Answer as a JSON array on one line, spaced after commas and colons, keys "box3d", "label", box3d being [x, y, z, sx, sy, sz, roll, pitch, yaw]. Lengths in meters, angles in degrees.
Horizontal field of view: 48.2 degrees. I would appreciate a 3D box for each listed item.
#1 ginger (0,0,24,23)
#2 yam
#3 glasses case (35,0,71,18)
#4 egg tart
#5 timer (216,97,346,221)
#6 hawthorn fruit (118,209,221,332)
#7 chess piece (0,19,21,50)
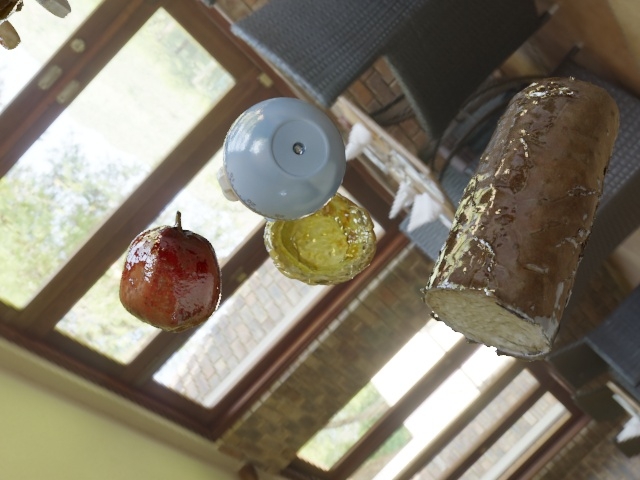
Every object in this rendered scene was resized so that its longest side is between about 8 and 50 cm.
[{"box3d": [-0.608, -0.422, 1.215, 0.172, 0.321, 0.165, -27, -85, -49], "label": "ginger"}, {"box3d": [0.191, -0.027, 0.669, 0.131, 0.279, 0.131, 21, 150, 13], "label": "yam"}, {"box3d": [-0.546, -0.498, 1.375, 0.193, 0.049, 0.074, 51, -169, 20], "label": "glasses case"}, {"box3d": [0.001, 0.001, 1.347, 0.212, 0.212, 0.090, 45, 156, 20], "label": "egg tart"}, {"box3d": [-0.078, -0.093, 0.957, 0.175, 0.175, 0.255, 43, 144, -23], "label": "timer"}, {"box3d": [-0.303, 0.063, 1.472, 0.215, 0.249, 0.215, 10, 178, 0], "label": "hawthorn fruit"}, {"box3d": [-0.744, -0.489, 1.682, 0.084, 0.038, 0.083, 38, 158, 18], "label": "chess piece"}]
